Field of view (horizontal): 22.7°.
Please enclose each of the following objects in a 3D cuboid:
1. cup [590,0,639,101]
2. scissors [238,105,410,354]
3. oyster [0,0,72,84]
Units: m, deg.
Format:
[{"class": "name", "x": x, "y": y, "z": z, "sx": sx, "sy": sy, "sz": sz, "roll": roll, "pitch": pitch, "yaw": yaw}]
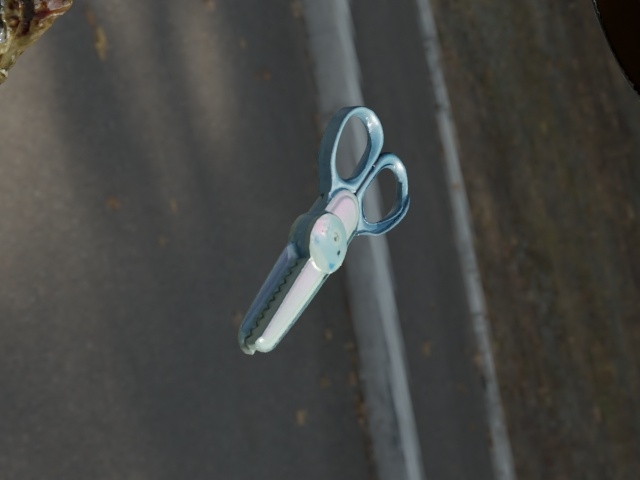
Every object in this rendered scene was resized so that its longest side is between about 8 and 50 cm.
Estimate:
[{"class": "cup", "x": 0.472, "y": -0.331, "z": 1.828, "sx": 0.242, "sy": 0.292, "sz": 0.308, "roll": -114, "pitch": -178, "yaw": -63}, {"class": "scissors", "x": 0.000, "y": 0.000, "z": 1.404, "sx": 0.256, "sy": 0.030, "sz": 0.125, "roll": -57, "pitch": 131, "yaw": -30}, {"class": "oyster", "x": -0.471, "y": -0.301, "z": 2.017, "sx": 0.221, "sy": 0.361, "sz": 0.096, "roll": 50, "pitch": 26, "yaw": 5}]
